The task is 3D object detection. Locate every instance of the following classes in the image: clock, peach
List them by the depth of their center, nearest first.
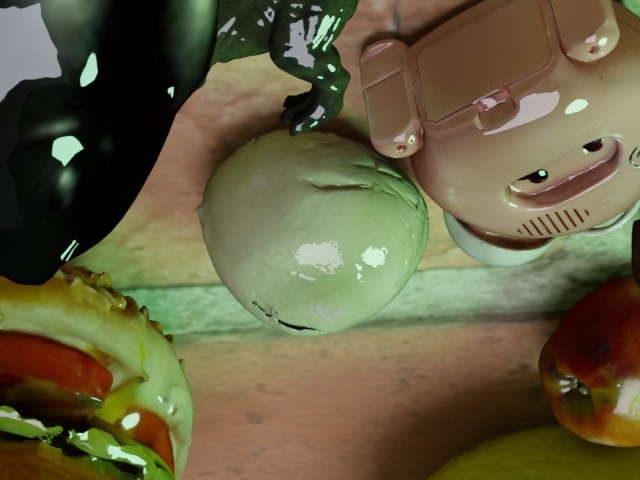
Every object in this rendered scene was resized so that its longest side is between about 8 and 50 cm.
[{"bbox_3d":[0.120,-0.055,0.980,0.166,0.092,0.162,-27,137,20],"label":"clock"},{"bbox_3d":[0.188,0.073,1.129,0.101,0.100,0.100,-4,138,-3],"label":"peach"}]

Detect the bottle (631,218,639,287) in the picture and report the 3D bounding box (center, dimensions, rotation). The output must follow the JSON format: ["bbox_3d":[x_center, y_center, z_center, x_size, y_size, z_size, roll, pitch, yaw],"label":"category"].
[{"bbox_3d":[0.297,-0.002,1.052,0.245,0.104,0.104,-5,138,-2],"label":"bottle"}]

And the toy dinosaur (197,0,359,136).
[{"bbox_3d":[-0.040,-0.137,0.871,0.187,0.087,0.179,-8,139,0],"label":"toy dinosaur"}]

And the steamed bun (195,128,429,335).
[{"bbox_3d":[0.000,0.000,1.019,0.112,0.091,0.130,-28,134,28],"label":"steamed bun"}]

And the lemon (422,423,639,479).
[{"bbox_3d":[0.158,0.249,1.188,0.293,0.293,0.293,-4,138,-3],"label":"lemon"}]

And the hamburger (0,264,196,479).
[{"bbox_3d":[-0.221,0.157,1.048,0.330,0.250,0.330,-3,138,-3],"label":"hamburger"}]

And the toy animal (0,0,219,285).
[{"bbox_3d":[-0.128,-0.167,0.705,0.251,0.251,0.310,10,114,-18],"label":"toy animal"}]
